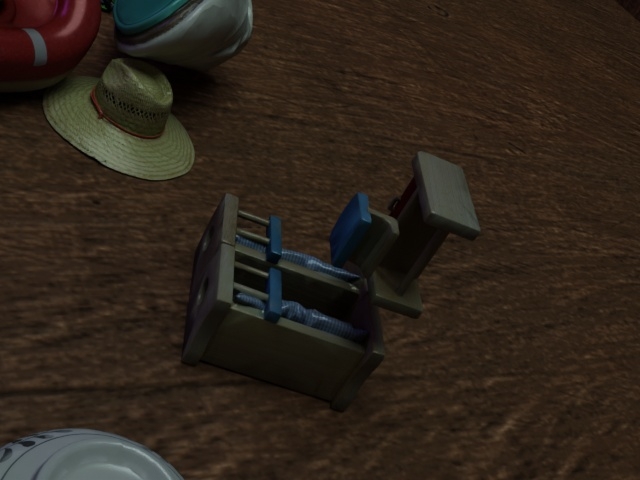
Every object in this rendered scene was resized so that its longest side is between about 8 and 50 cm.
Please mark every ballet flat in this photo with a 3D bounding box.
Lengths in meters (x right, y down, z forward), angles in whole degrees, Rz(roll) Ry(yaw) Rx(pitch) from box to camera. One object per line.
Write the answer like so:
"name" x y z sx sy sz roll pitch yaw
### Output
"ballet flat" -0.125 -0.255 0.932 0.139 0.139 0.400 19 31 -21

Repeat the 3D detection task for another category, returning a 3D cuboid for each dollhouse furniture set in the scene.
"dollhouse furniture set" 0.000 0.000 0.643 0.129 0.184 0.129 20 34 -18

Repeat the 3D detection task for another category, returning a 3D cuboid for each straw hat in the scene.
"straw hat" -0.162 -0.122 0.786 0.144 0.061 0.144 22 34 -16

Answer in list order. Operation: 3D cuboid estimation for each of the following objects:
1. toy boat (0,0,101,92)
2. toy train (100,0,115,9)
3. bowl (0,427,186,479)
"toy boat" -0.266 -0.209 0.707 0.151 0.151 0.231 55 32 11
"toy train" -0.246 -0.270 0.954 0.083 0.017 0.023 38 22 8
"bowl" -0.115 0.150 0.444 0.170 0.080 0.170 22 33 -15
